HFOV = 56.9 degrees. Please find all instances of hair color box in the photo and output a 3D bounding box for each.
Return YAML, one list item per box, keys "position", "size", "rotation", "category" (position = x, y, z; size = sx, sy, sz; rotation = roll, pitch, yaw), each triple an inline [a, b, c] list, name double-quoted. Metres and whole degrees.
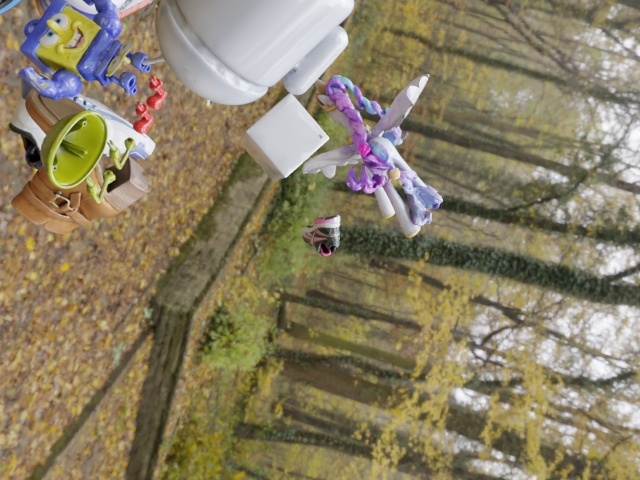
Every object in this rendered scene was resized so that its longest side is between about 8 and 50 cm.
- position: [-0.529, -0.653, 1.567]
  size: [0.167, 0.093, 0.053]
  rotation: [-40, -168, -23]
  category: "hair color box"

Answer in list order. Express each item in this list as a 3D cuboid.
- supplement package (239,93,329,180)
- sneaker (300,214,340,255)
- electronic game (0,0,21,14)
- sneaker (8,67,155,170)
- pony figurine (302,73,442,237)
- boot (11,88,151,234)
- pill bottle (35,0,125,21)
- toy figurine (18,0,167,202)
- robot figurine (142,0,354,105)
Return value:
- position: [-0.119, -0.307, 1.800]
  size: [0.177, 0.175, 0.293]
  rotation: [-42, -169, -7]
  category: "supplement package"
- position: [0.000, 0.000, 1.328]
  size: [0.178, 0.071, 0.077]
  rotation: [134, -50, -75]
  category: "sneaker"
- position: [-0.710, -0.505, 1.235]
  size: [0.048, 0.229, 0.229]
  rotation: [61, 16, -13]
  category: "electronic game"
- position: [-0.528, -0.218, 1.256]
  size: [0.182, 0.127, 0.315]
  rotation: [-58, 149, 5]
  category: "sneaker"
- position: [0.115, -0.188, 1.261]
  size: [0.302, 0.363, 0.351]
  rotation: [-36, -161, 2]
  category: "pony figurine"
- position: [-0.478, -0.129, 1.071]
  size: [0.283, 0.220, 0.109]
  rotation: [47, 23, -52]
  category: "boot"
- position: [-0.470, -0.514, 1.181]
  size: [0.272, 0.152, 0.152]
  rotation: [-2, -113, 57]
  category: "pill bottle"
- position: [-0.390, -0.271, 0.955]
  size: [0.363, 0.217, 0.191]
  rotation: [-63, 174, -10]
  category: "toy figurine"
- position: [-0.094, -0.334, 0.841]
  size: [0.353, 0.300, 0.200]
  rotation: [-36, -144, 24]
  category: "robot figurine"
